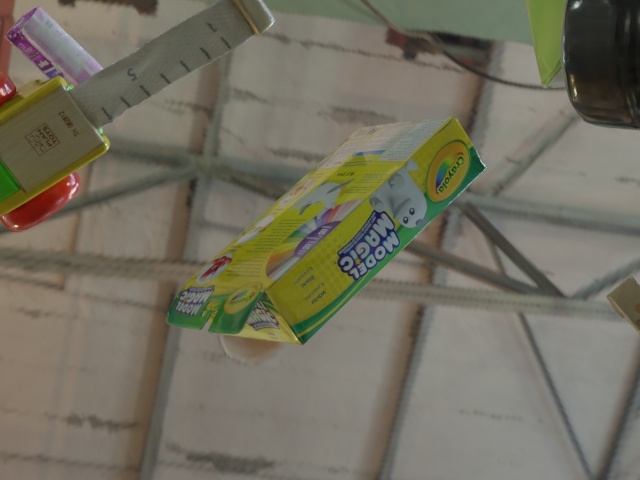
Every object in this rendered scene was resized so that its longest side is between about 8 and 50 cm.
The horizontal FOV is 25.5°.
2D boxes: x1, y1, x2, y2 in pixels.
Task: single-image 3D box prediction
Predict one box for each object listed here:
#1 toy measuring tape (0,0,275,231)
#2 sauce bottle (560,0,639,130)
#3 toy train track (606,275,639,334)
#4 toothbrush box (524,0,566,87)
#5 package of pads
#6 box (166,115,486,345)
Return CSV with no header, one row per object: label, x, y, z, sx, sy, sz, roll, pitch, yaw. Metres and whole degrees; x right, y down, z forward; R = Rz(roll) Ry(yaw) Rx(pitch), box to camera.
toy measuring tape,-0.182,-0.099,1.055,0.330,0.121,0.121,-31,-62,9
sauce bottle,0.248,-0.062,0.440,0.111,0.344,0.111,-21,-65,-55
toy train track,0.119,0.046,0.436,0.048,0.014,0.083,-40,-95,-4
toothbrush box,0.235,-0.261,0.954,0.206,0.122,0.283,-7,-105,-8
package of pads,-0.236,-0.167,1.258,0.083,0.050,0.032,45,-116,-21
box,0.000,0.000,0.798,0.179,0.105,0.043,-41,-71,-23
